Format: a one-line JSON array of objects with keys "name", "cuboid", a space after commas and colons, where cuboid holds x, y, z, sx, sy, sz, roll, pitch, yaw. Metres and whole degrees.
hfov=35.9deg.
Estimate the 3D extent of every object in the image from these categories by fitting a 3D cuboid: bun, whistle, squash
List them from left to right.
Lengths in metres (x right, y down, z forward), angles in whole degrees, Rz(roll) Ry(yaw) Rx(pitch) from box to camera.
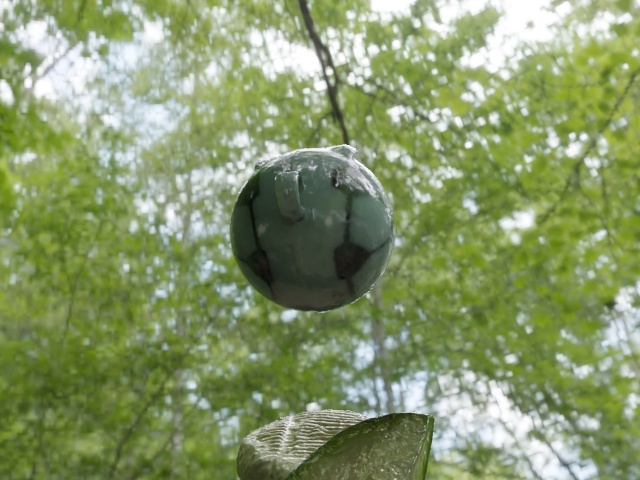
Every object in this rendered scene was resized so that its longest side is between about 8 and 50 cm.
[{"name": "squash", "cuboid": [-0.013, 0.261, 0.749, 0.111, 0.289, 0.203, 8, -9, 25]}, {"name": "whistle", "cuboid": [0.000, 0.000, 0.932, 0.163, 0.164, 0.290, -18, -21, 6]}, {"name": "bun", "cuboid": [0.008, 0.298, 1.210, 0.220, 0.220, 0.134, -3, -77, -11]}]
